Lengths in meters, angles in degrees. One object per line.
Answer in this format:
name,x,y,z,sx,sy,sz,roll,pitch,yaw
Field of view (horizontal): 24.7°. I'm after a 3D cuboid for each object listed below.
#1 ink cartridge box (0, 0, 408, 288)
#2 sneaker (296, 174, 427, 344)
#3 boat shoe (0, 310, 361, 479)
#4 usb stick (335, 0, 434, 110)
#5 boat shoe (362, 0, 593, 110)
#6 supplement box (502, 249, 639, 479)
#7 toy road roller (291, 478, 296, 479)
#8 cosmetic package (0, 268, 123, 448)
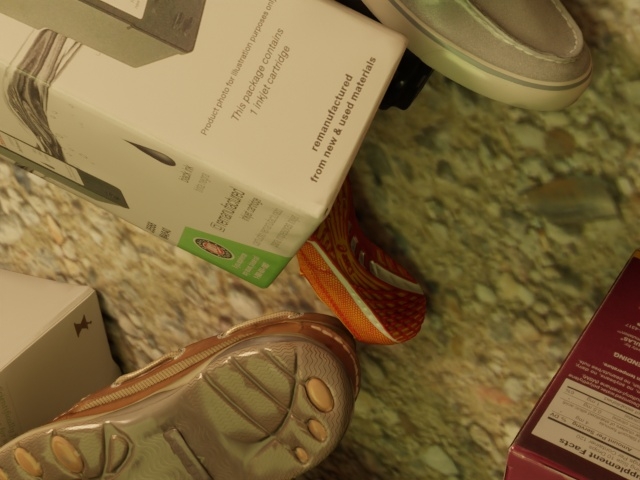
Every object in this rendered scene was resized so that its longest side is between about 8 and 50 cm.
ink cartridge box,-0.114,-0.096,0.800,0.273,0.114,0.198,26,165,-4
sneaker,0.000,0.000,0.954,0.067,0.064,0.175,-10,114,52
boat shoe,-0.106,0.141,1.035,0.324,0.116,0.123,-22,104,23
usb stick,-0.058,-0.163,0.830,0.278,0.045,0.077,28,129,-6
boat shoe,0.059,-0.161,0.767,0.227,0.079,0.081,41,142,6
supplement box,0.170,0.106,0.819,0.081,0.188,0.104,23,134,19
toy road roller,-0.007,0.299,1.034,0.329,0.202,0.240,6,129,62
cosmetic package,-0.353,0.121,1.241,0.366,0.155,0.196,10,125,31
